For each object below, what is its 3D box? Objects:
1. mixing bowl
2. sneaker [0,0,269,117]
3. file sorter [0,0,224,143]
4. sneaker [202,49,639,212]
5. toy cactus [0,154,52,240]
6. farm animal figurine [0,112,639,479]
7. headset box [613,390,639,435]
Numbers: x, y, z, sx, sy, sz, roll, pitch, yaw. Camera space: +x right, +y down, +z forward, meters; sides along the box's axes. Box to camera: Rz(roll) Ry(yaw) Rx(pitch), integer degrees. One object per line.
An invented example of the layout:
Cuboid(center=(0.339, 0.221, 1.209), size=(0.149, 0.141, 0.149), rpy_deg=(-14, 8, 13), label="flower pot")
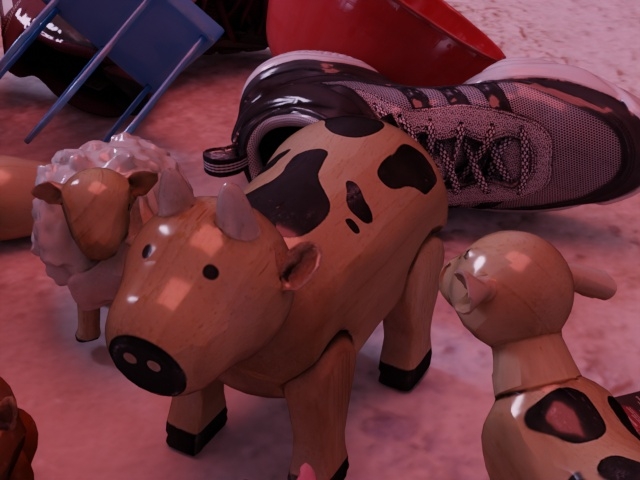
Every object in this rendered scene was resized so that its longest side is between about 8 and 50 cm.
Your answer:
Cuboid(center=(0.030, -0.142, 0.850), size=(0.181, 0.098, 0.181), rpy_deg=(32, 19, -12), label="mixing bowl")
Cuboid(center=(-0.101, -0.148, 0.892), size=(0.282, 0.106, 0.162), rpy_deg=(-5, 43, -7), label="sneaker")
Cuboid(center=(-0.171, -0.131, 0.731), size=(0.170, 0.118, 0.104), rpy_deg=(40, 66, -14), label="file sorter")
Cuboid(center=(0.065, -0.045, 0.713), size=(0.269, 0.101, 0.153), rpy_deg=(7, 26, 12), label="sneaker")
Cuboid(center=(-0.220, -0.033, 0.679), size=(0.181, 0.112, 0.219), rpy_deg=(-2, 22, -30), label="toy cactus")
Cuboid(center=(-0.003, 0.039, 0.499), size=(0.331, 0.172, 0.326), rpy_deg=(8, 31, 6), label="farm animal figurine")
Cuboid(center=(0.174, 0.097, 0.562), size=(0.083, 0.032, 0.062), rpy_deg=(-11, 34, -22), label="headset box")
